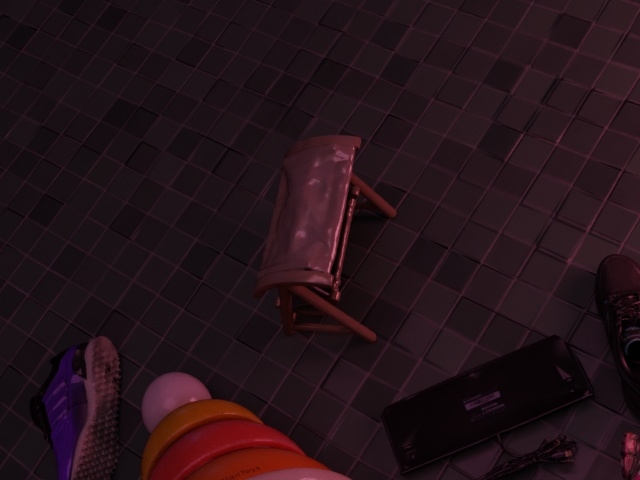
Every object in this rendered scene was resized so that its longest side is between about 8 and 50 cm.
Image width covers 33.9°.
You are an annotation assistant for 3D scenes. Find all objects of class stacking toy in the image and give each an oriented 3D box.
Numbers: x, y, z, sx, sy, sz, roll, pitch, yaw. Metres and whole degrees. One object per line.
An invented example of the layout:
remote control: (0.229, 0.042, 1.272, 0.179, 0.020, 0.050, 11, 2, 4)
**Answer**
stacking toy: (-0.152, 0.355, 1.586, 0.351, 0.350, 0.480, -37, 39, -1)

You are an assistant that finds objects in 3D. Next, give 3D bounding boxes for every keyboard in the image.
keyboard: (0.261, 0.280, 1.583, 0.317, 0.033, 0.201, -24, 51, 8)

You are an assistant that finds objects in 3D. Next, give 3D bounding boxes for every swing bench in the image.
swing bench: (0.000, 0.000, 1.696, 0.165, 0.254, 0.253, 2, 64, 22)

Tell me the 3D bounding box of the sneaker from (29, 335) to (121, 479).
sneaker: (-0.429, 0.313, 1.789, 0.146, 0.102, 0.293, -13, 55, 19)

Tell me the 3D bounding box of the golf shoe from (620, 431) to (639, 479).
golf shoe: (0.443, 0.347, 1.402, 0.086, 0.067, 0.186, 0, 63, 19)

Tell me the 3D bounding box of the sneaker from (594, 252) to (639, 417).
sneaker: (0.468, 0.126, 1.544, 0.101, 0.106, 0.267, -17, 57, 13)
